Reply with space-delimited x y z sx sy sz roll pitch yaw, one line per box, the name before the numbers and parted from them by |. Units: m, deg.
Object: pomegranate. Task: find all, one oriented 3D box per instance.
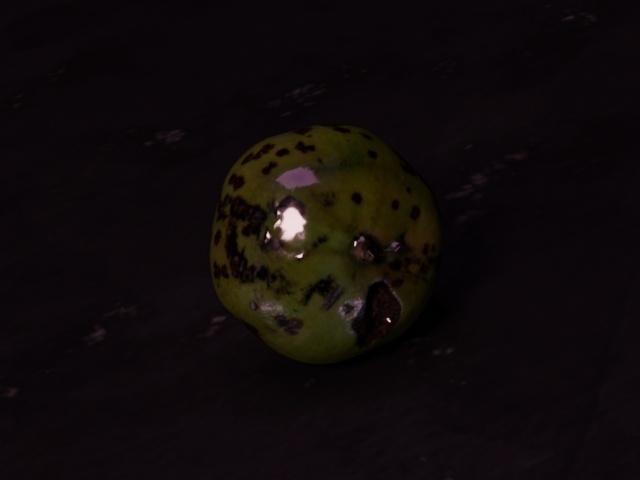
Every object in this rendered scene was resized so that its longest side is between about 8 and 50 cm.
pomegranate | 0.000 0.000 0.986 0.122 0.122 0.161 -19 4 -6
